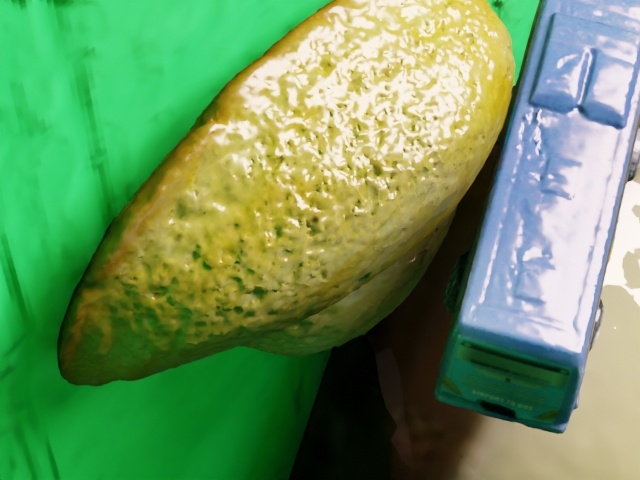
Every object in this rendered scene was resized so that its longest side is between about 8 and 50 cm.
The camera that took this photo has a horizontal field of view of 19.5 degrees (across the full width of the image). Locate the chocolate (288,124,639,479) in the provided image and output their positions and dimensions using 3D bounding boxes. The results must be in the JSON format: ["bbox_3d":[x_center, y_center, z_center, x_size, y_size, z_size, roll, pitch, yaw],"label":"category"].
[{"bbox_3d":[0.175,0.118,0.778,0.326,0.297,0.314,-22,137,-47],"label":"chocolate"}]

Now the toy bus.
[{"bbox_3d":[0.076,-0.015,0.598,0.061,0.051,0.153,101,6,-60],"label":"toy bus"}]

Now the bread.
[{"bbox_3d":[0.000,0.000,0.583,0.187,0.065,0.149,-39,159,-32],"label":"bread"}]
